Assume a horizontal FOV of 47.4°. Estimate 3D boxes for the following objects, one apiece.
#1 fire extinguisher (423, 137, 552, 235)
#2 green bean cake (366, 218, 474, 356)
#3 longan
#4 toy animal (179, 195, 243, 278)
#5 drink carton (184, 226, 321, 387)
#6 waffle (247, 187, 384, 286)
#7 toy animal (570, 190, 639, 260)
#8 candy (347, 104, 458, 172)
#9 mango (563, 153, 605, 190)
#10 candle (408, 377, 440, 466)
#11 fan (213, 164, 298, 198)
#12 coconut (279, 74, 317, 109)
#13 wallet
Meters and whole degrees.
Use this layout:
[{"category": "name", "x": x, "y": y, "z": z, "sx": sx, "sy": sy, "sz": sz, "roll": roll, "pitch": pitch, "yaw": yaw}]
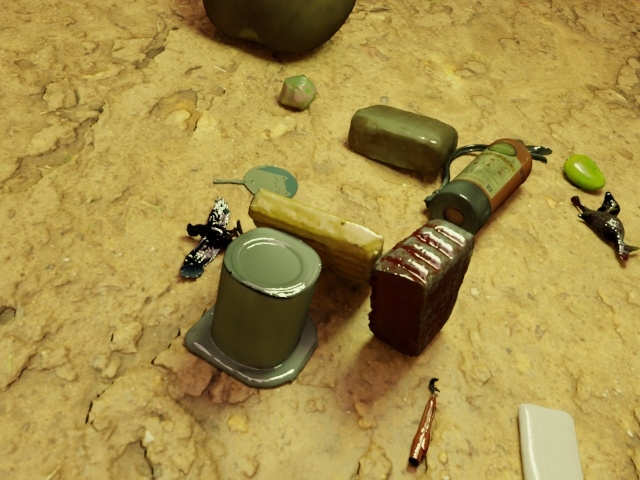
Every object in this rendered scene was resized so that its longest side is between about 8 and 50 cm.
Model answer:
[{"category": "fire extinguisher", "x": 0.345, "y": -0.150, "z": 1.583, "sx": 0.200, "sy": 0.113, "sz": 0.376, "roll": 34, "pitch": 45, "yaw": 20}, {"category": "green bean cake", "x": 0.152, "y": 0.087, "z": 1.186, "sx": 0.097, "sy": 0.232, "sz": 0.198, "roll": 32, "pitch": 48, "yaw": 23}, {"category": "longan", "x": -0.100, "y": -0.659, "z": 1.847, "sx": 0.405, "sy": 0.336, "sz": 0.404, "roll": -2, "pitch": 75, "yaw": 7}, {"category": "toy animal", "x": -0.191, "y": -0.007, "z": 1.326, "sx": 0.108, "sy": 0.062, "sz": 0.220, "roll": 1, "pitch": 42, "yaw": 12}, {"category": "drink carton", "x": -0.084, "y": 0.094, "z": 1.148, "sx": 0.191, "sy": 0.189, "sz": 0.185, "roll": 29, "pitch": 40, "yaw": 14}, {"category": "waffle", "x": 0.000, "y": 0.000, "z": 1.240, "sx": 0.221, "sy": 0.248, "sz": 0.055, "roll": 21, "pitch": 78, "yaw": 8}, {"category": "toy animal", "x": 0.625, "y": -0.029, "z": 1.586, "sx": 0.105, "sy": 0.070, "sz": 0.202, "roll": -6, "pitch": 47, "yaw": -4}, {"category": "candy", "x": 0.179, "y": -0.227, "z": 1.614, "sx": 0.234, "sy": 0.102, "sz": 0.104, "roll": 22, "pitch": 43, "yaw": 17}, {"category": "mango", "x": 0.620, "y": -0.158, "z": 1.714, "sx": 0.108, "sy": 0.056, "sz": 0.073, "roll": 41, "pitch": 53, "yaw": 22}, {"category": "candle", "x": 0.166, "y": 0.280, "z": 1.138, "sx": 0.026, "sy": 0.021, "sz": 0.167, "roll": 28, "pitch": 42, "yaw": 0}, {"category": "fan", "x": -0.131, "y": -0.119, "z": 1.491, "sx": 0.175, "sy": 0.005, "sz": 0.113, "roll": 0, "pitch": 44, "yaw": -16}, {"category": "coconut", "x": -0.051, "y": -0.350, "z": 1.710, "sx": 0.082, "sy": 0.081, "sz": 0.083, "roll": 16, "pitch": 29, "yaw": -17}, {"category": "wallet", "x": 0.355, "y": 0.339, "z": 1.122, "sx": 0.095, "sy": 0.033, "sz": 0.190, "roll": 11, "pitch": 41, "yaw": -3}]
